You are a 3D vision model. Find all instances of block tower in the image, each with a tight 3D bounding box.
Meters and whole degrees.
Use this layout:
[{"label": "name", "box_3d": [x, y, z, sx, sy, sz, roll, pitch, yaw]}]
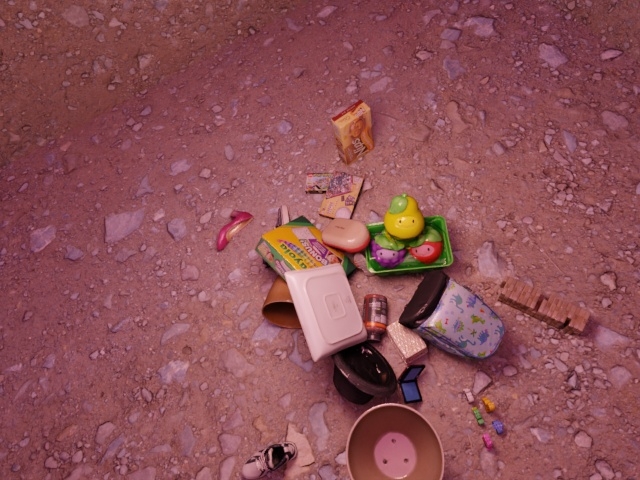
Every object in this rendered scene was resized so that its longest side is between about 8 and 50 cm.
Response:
[{"label": "block tower", "box_3d": [0.904, 0.268, 1.728, 0.335, 0.091, 0.097, 28, 72, 23]}]

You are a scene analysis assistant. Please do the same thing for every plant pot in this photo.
[{"label": "plant pot", "box_3d": [-0.125, 0.230, 1.893, 0.237, 0.237, 0.254, -1, 49, 11]}]

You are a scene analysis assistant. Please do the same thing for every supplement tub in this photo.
[{"label": "supplement tub", "box_3d": [0.233, 0.339, 1.815, 0.106, 0.106, 0.198, 2, 65, 12]}]

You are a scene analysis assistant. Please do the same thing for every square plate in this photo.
[{"label": "square plate", "box_3d": [0.041, 0.261, 1.649, 0.049, 0.344, 0.347, -29, 75, 38]}]

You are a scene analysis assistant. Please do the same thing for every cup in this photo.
[{"label": "cup", "box_3d": [0.269, 0.778, 1.516, 0.331, 0.237, 0.331, -5, 63, 9]}]

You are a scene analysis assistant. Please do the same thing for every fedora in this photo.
[{"label": "fedora", "box_3d": [0.141, 0.532, 1.677, 0.334, 0.334, 0.152, 36, 108, 24]}]

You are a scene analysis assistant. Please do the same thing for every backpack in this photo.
[{"label": "backpack", "box_3d": [0.547, 0.325, 1.673, 0.355, 0.273, 0.290, 44, 71, -12]}]

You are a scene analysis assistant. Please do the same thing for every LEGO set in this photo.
[{"label": "LEGO set", "box_3d": [0.628, 0.660, 1.585, 0.087, 0.093, 0.227, -19, 62, 1]}]

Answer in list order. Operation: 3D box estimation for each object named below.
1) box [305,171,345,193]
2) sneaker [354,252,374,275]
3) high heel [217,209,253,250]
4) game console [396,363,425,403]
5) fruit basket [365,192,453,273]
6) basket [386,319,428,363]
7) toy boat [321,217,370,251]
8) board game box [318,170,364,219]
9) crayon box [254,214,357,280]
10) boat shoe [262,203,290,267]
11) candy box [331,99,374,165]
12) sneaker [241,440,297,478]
[{"label": "box", "box_3d": [0.027, -0.302, 2.211, 0.207, 0.036, 0.114, 0, 64, 11]}, {"label": "sneaker", "box_3d": [0.202, 0.098, 1.925, 0.061, 0.158, 0.065, -13, 44, 28]}, {"label": "high heel", "box_3d": [-0.440, -0.046, 2.158, 0.117, 0.082, 0.244, 15, 60, 15]}, {"label": "game console", "box_3d": [0.372, 0.561, 1.647, 0.085, 0.144, 0.124, 42, 107, 40]}, {"label": "fruit basket", "box_3d": [0.372, -0.012, 1.817, 0.392, 0.392, 0.283, -6, 63, 8]}, {"label": "basket", "box_3d": [0.361, 0.414, 1.754, 0.113, 0.103, 0.167, -30, 63, -3]}, {"label": "toy boat", "box_3d": [0.125, -0.003, 1.875, 0.231, 0.151, 0.151, 16, 58, 48]}, {"label": "board game box", "box_3d": [0.107, -0.220, 2.120, 0.165, 0.042, 0.243, 18, 80, 15]}, {"label": "crayon box", "box_3d": [-0.058, 0.079, 1.860, 0.363, 0.106, 0.313, 43, 36, 11]}, {"label": "boat shoe", "box_3d": [-0.221, -0.021, 2.067, 0.158, 0.127, 0.340, -8, 63, 1]}, {"label": "candy box", "box_3d": [0.170, -0.542, 2.143, 0.183, 0.316, 0.087, -34, 64, -6]}, {"label": "sneaker", "box_3d": [-0.211, 0.851, 1.621, 0.235, 0.153, 0.094, -19, 60, 1]}]
